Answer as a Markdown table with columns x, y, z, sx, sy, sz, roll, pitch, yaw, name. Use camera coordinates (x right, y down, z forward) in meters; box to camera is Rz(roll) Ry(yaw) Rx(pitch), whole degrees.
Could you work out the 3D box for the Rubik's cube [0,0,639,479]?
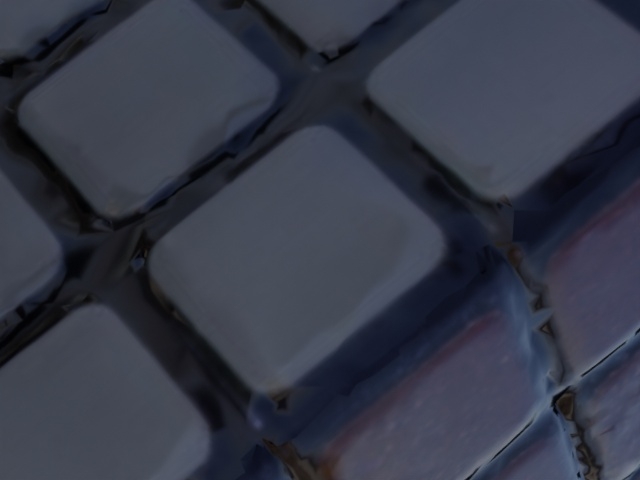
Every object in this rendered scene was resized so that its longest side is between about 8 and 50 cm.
| x | y | z | sx | sy | sz | roll | pitch | yaw | name |
| --- | --- | --- | --- | --- | --- | --- | --- | --- | --- |
| 0.000 | 0.000 | 0.632 | 0.337 | 0.344 | 0.344 | 44 | -13 | 37 | Rubik's cube |
